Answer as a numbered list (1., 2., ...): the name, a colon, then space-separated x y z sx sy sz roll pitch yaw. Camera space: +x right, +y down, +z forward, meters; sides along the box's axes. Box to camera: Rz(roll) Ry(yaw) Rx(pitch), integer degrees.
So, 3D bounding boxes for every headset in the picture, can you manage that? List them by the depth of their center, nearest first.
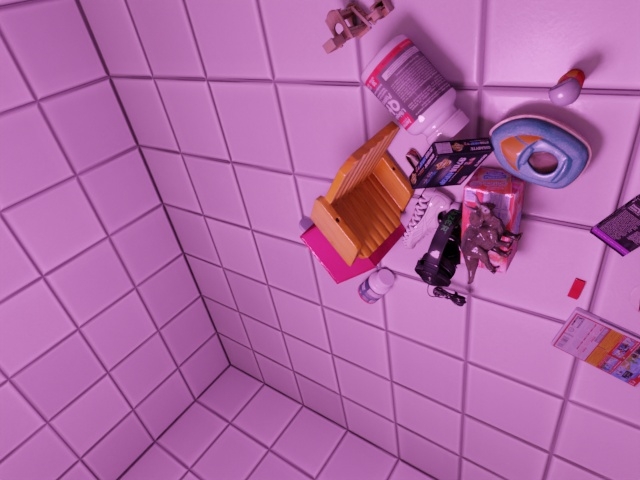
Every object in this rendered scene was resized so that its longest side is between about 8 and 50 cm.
1. headset: 0.454 0.077 1.503 0.185 0.243 0.394 25 142 26

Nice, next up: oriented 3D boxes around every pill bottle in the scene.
1. pill bottle: 0.285 -0.426 1.268 0.318 0.176 0.176 48 142 -1
2. pill bottle: 0.248 0.201 1.902 0.108 0.108 0.180 43 141 5

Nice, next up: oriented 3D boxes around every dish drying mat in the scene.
1. dish drying mat: 0.835 0.158 1.401 0.032 0.008 0.083 23 137 28

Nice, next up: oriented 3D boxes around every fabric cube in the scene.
1. fabric cube: 0.127 -0.027 1.696 0.259 0.258 0.254 52 142 -7

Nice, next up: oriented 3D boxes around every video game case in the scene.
1. video game case: 0.962 0.360 1.444 0.285 0.025 0.204 28 138 23

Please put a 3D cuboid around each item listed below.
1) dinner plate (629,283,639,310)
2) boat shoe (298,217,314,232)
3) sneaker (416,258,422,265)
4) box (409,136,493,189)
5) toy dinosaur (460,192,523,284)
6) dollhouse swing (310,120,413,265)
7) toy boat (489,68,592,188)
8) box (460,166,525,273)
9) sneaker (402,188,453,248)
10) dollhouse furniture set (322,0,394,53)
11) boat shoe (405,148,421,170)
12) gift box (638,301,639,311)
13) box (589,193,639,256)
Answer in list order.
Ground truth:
1. dinner plate: 0.996 0.181 1.266 0.141 0.017 0.141 23 135 25
2. boat shoe: 0.000 0.000 1.969 0.258 0.095 0.084 38 137 12
3. sneaker: 0.422 0.097 1.689 0.084 0.058 0.152 27 145 11
4. box: 0.387 -0.229 1.305 0.220 0.175 0.051 112 149 -70
5. toy dinosaur: 0.491 -0.001 1.291 0.160 0.121 0.314 38 147 27
6. dollhouse swing: 0.190 -0.153 1.422 0.315 0.347 0.305 51 150 -6
7. toy boat: 0.589 -0.286 1.130 0.267 0.148 0.318 29 139 22
8. box: 0.547 -0.063 1.366 0.154 0.142 0.300 15 132 34
9. sneaker: 0.382 -0.062 1.560 0.118 0.110 0.292 26 138 11
10. dollhouse furniture set: 0.093 -0.653 1.245 0.161 0.182 0.101 -20 108 50
11. boat shoe: 0.339 -0.249 1.479 0.049 0.043 0.137 -25 105 48
12. gift box: 0.966 0.114 1.036 0.258 0.276 0.255 24 142 24
13. box: 0.860 -0.038 1.191 0.116 0.029 0.162 40 143 7
